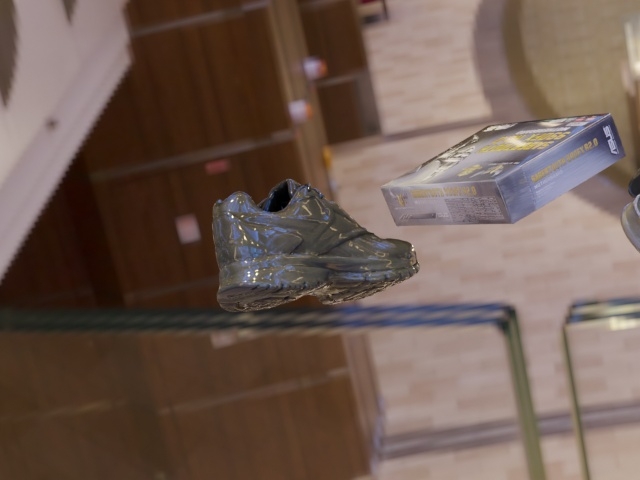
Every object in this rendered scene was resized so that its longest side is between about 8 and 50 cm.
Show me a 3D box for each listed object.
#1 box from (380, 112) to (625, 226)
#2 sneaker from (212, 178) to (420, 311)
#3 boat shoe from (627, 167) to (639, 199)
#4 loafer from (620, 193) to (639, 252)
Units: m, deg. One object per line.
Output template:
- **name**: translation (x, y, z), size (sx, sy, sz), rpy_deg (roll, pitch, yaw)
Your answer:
- **box**: translation (0.206, -0.080, 1.870), size (0.183, 0.056, 0.231), rpy_deg (-29, 14, -27)
- **sneaker**: translation (0.000, 0.000, 1.695), size (0.109, 0.130, 0.286), rpy_deg (-22, -14, 36)
- **boat shoe**: translation (0.419, -0.086, 1.919), size (0.133, 0.049, 0.042), rpy_deg (-28, -7, 26)
- **loafer**: translation (0.447, 0.003, 1.756), size (0.268, 0.092, 0.102), rpy_deg (31, 38, 34)
